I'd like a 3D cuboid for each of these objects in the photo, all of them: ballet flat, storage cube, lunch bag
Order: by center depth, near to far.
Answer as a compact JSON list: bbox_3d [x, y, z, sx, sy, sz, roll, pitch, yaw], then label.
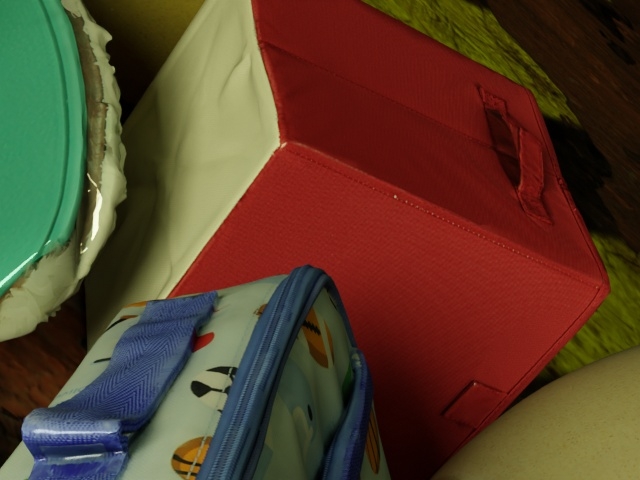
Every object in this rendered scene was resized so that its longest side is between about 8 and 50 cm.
[{"bbox_3d":[-0.030,0.142,0.518,0.303,0.115,0.243,-72,152,-73],"label":"lunch bag"},{"bbox_3d":[-0.185,-0.106,0.787,0.147,0.147,0.409,14,39,-49],"label":"ballet flat"},{"bbox_3d":[0.000,0.000,0.813,0.193,0.215,0.183,24,32,-26],"label":"storage cube"}]

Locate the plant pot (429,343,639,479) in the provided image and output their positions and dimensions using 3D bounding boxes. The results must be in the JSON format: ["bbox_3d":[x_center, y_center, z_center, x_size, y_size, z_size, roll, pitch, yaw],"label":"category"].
[{"bbox_3d":[0.147,0.178,0.741,0.191,0.284,0.284,3,42,-19],"label":"plant pot"}]

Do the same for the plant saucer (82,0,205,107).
[{"bbox_3d":[-0.163,-0.242,0.948,0.333,0.081,0.332,59,-5,29],"label":"plant saucer"}]
